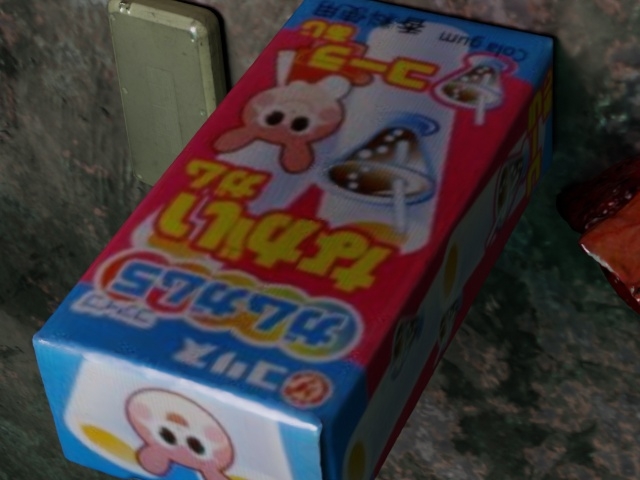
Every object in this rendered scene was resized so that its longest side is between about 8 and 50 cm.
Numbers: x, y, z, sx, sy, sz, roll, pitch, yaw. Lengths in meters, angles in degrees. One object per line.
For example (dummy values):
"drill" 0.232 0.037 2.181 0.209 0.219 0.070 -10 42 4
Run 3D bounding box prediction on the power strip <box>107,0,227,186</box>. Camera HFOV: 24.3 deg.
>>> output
"power strip" -0.095 -0.086 0.975 0.076 0.028 0.169 17 138 19

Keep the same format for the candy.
"candy" 0.000 -0.001 0.774 0.157 0.306 0.100 16 138 21

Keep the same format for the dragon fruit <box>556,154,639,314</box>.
"dragon fruit" 0.204 0.045 0.852 0.122 0.092 0.192 -11 124 42
